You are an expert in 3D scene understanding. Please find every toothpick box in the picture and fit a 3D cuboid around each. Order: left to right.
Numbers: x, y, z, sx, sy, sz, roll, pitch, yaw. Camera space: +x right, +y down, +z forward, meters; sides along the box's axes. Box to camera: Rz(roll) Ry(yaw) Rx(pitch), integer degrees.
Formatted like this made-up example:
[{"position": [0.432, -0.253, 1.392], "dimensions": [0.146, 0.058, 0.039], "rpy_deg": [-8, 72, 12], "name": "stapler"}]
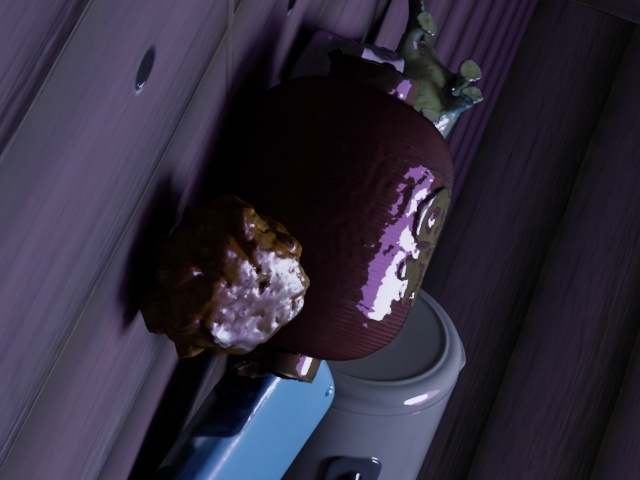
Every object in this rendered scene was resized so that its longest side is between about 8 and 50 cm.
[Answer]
[{"position": [0.009, 0.207, 1.733], "dimensions": [0.229, 0.229, 0.316], "rpy_deg": [-59, 168, -53], "name": "toothpick box"}]

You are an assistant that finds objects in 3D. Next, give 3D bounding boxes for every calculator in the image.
[{"position": [-0.081, 0.192, 1.431], "dimensions": [0.293, 0.051, 0.173], "rpy_deg": [-55, 157, -10], "name": "calculator"}]

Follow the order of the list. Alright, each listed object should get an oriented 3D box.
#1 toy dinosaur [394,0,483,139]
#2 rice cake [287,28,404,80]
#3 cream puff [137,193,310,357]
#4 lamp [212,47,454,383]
[{"position": [0.099, -0.153, 1.728], "dimensions": [0.147, 0.076, 0.363], "rpy_deg": [-37, -138, 57], "name": "toy dinosaur"}, {"position": [0.027, -0.146, 1.528], "dimensions": [0.073, 0.056, 0.365], "rpy_deg": [-65, 173, 8], "name": "rice cake"}, {"position": [-0.069, 0.023, 1.151], "dimensions": [0.116, 0.094, 0.122], "rpy_deg": [-7, 118, -33], "name": "cream puff"}, {"position": [0.006, -0.011, 1.282], "dimensions": [0.180, 0.180, 0.258], "rpy_deg": [15, 95, -82], "name": "lamp"}]
